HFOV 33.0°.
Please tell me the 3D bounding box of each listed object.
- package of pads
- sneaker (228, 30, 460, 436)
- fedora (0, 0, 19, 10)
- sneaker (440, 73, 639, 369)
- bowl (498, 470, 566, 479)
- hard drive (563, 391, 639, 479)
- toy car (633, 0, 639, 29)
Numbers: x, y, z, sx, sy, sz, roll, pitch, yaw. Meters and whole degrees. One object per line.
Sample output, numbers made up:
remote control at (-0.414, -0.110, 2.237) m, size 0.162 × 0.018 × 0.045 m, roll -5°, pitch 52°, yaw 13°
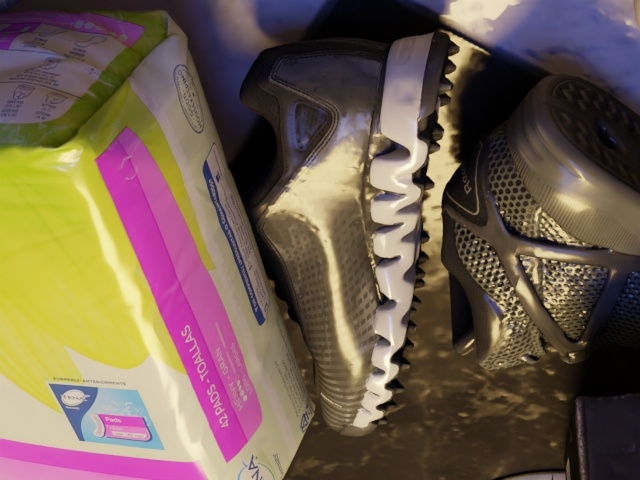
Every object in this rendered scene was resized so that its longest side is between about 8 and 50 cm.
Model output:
package of pads at (-0.171, 0.011, 0.493) m, size 0.297 × 0.101 × 0.229 m, roll 3°, pitch 131°, yaw 25°
sneaker at (0.000, 0.000, 0.524) m, size 0.106 × 0.078 × 0.234 m, roll 10°, pitch 129°, yaw 7°
fedora at (-0.181, -0.200, 0.342) m, size 0.244 × 0.124 × 0.275 m, roll -26°, pitch 131°, yaw 28°
sneaker at (0.149, 0.024, 0.519) m, size 0.228 × 0.087 × 0.130 m, roll 29°, pitch 136°, yaw -20°
bowl at (0.155, 0.232, 0.693) m, size 0.170 × 0.080 × 0.170 m, roll 4°, pitch 130°, yaw 5°
hard drive at (0.291, 0.114, 0.512) m, size 0.339 × 0.064 × 0.237 m, roll -4°, pitch 162°, yaw 9°
toy car at (0.158, -0.122, 0.356) m, size 0.182 × 0.136 × 0.159 m, roll 37°, pitch 125°, yaw -22°
